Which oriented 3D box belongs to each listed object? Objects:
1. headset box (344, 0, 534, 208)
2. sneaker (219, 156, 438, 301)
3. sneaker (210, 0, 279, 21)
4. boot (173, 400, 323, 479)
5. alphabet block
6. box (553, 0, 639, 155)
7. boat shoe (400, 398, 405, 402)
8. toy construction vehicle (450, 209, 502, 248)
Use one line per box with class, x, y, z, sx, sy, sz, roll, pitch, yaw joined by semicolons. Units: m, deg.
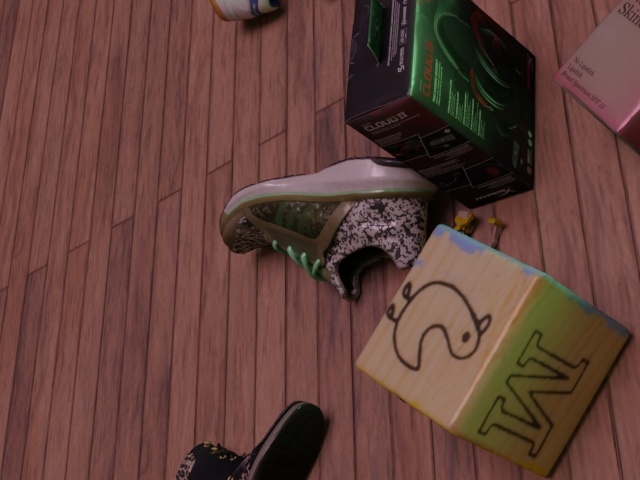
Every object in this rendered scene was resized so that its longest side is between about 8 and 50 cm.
headset box;0.150;-0.204;1.583;0.110;0.293;0.218;-19;53;39
sneaker;0.000;0.000;1.750;0.410;0.158;0.182;-15;75;47
sneaker;-0.096;-0.519;2.204;0.131;0.112;0.296;1;68;28
boot;-0.107;0.302;1.705;0.179;0.085;0.236;27;88;53
alphabet block;0.197;0.125;1.413;0.192;0.193;0.197;29;89;52
box;0.417;-0.218;1.444;0.232;0.127;0.148;-50;40;12
boat shoe;0.148;0.122;1.571;0.183;0.065;0.083;-52;41;19
toy construction vehicle;0.191;0.011;1.618;0.086;0.035;0.098;12;73;60
